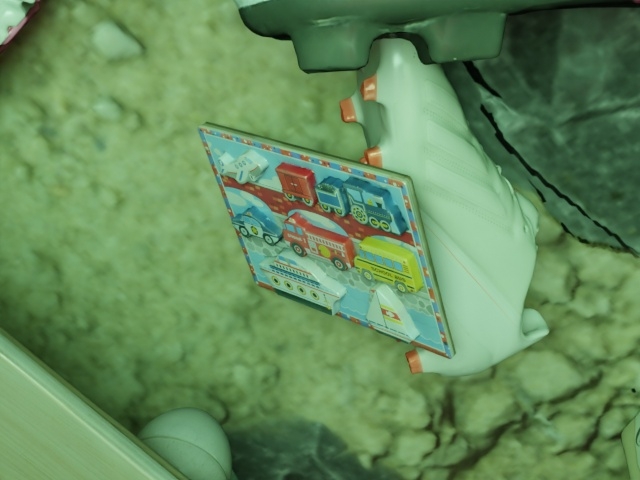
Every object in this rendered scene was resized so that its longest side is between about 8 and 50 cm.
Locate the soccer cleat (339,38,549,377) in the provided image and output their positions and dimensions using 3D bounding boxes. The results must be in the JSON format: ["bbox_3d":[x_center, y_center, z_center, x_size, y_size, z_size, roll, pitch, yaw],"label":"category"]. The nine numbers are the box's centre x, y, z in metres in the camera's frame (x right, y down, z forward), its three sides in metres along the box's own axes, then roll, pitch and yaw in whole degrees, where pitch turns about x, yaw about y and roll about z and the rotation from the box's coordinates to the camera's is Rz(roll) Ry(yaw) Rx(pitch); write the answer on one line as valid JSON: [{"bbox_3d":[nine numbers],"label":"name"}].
[{"bbox_3d":[0.058,-0.022,0.554,0.076,0.068,0.196,-17,125,-4],"label":"soccer cleat"}]

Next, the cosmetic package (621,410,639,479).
[{"bbox_3d":[0.245,0.186,0.532,0.160,0.309,0.113,25,124,-13],"label":"cosmetic package"}]

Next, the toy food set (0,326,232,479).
[{"bbox_3d":[-0.163,0.084,0.559,0.306,0.092,0.220,42,127,-9],"label":"toy food set"}]

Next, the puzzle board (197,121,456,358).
[{"bbox_3d":[0.000,0.000,0.552,0.128,0.011,0.096,19,138,42],"label":"puzzle board"}]

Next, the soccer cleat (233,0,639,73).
[{"bbox_3d":[0.126,-0.140,0.432,0.331,0.116,0.143,-5,99,-3],"label":"soccer cleat"}]

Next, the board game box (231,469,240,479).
[{"bbox_3d":[-0.080,0.302,0.771,0.224,0.097,0.303,-21,123,17],"label":"board game box"}]

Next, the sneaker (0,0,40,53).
[{"bbox_3d":[-0.188,-0.081,0.527,0.075,0.063,0.170,43,120,-15],"label":"sneaker"}]
